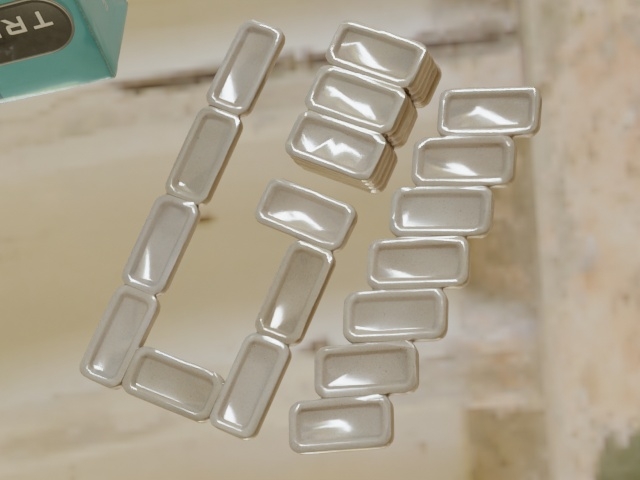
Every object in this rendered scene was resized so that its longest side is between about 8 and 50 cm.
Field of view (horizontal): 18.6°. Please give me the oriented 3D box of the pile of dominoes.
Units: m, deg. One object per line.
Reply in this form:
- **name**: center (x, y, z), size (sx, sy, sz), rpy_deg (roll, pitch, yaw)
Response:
- **pile of dominoes**: center (0.000, 0.000, 1.116), size (0.251, 0.196, 0.040), rpy_deg (-65, -23, -9)

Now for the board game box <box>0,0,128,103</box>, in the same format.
- **board game box**: center (-0.290, -0.211, 1.119), size (0.079, 0.254, 0.336), rpy_deg (-88, -19, -45)
